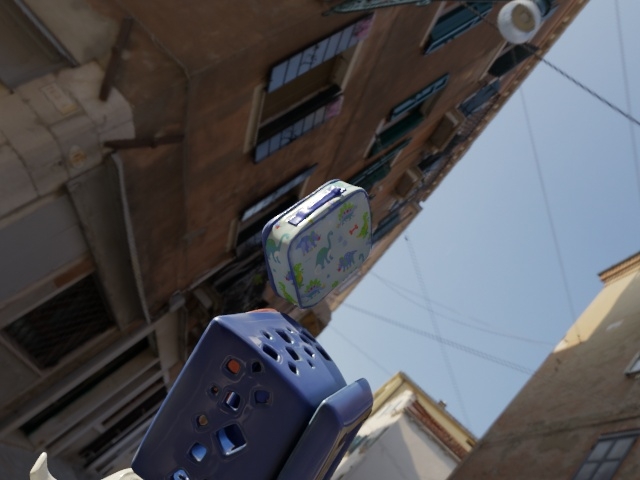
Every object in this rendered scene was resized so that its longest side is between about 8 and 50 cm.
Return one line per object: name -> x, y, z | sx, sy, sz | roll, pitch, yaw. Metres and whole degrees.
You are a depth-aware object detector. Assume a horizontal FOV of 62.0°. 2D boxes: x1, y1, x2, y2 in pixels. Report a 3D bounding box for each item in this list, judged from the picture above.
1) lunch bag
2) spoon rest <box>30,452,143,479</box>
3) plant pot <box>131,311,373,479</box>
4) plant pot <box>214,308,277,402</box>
lunch bag -> 0.000, 0.000, 0.961 | 0.090, 0.219, 0.176 | 25, -40, 37
spoon rest -> -0.460, 0.522, 1.117 | 0.277, 0.137, 0.084 | 17, -66, -6
plant pot -> -0.070, 0.251, 0.738 | 0.212, 0.235, 0.236 | 31, 4, 18
plant pot -> -0.156, 0.327, 1.309 | 0.272, 0.273, 0.265 | 117, -45, -61
